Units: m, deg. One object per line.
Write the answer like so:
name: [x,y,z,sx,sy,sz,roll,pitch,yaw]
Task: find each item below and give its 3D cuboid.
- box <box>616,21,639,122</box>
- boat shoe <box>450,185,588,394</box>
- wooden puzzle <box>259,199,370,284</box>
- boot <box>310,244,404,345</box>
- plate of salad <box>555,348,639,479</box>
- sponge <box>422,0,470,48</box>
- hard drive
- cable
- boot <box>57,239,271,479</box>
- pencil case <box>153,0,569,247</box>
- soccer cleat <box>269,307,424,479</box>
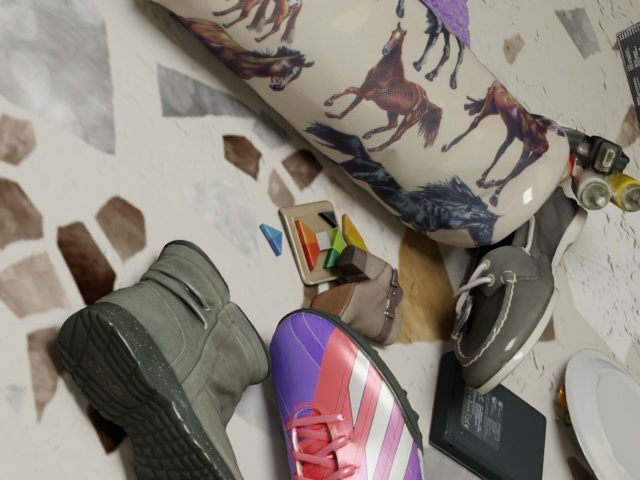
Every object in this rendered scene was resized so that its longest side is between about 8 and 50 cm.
box: [0.487,-0.134,1.812,0.216,0.060,0.270,7,65,-45]
boat shoe: [0.168,0.028,1.341,0.095,0.112,0.335,39,32,-2]
wooden puzzle: [0.000,0.000,1.248,0.116,0.014,0.078,-22,87,-50]
boot: [0.036,0.064,1.236,0.087,0.042,0.118,48,54,-36]
plate of salad: [0.300,0.203,1.438,0.200,0.048,0.199,35,37,-32]
sponge: [0.106,-0.300,1.511,0.117,0.031,0.210,24,53,-38]
hard drive: [0.157,0.173,1.317,0.135,0.022,0.094,36,47,-29]
cable: [0.267,-0.079,1.501,0.140,0.072,0.287,21,7,4]
boot: [-0.076,0.123,1.054,0.246,0.083,0.161,62,34,-4]
pencil case: [0.044,-0.159,1.268,0.410,0.160,0.183,40,56,-26]
soccer cleat: [0.023,0.207,1.096,0.116,0.109,0.318,-18,86,-46]
